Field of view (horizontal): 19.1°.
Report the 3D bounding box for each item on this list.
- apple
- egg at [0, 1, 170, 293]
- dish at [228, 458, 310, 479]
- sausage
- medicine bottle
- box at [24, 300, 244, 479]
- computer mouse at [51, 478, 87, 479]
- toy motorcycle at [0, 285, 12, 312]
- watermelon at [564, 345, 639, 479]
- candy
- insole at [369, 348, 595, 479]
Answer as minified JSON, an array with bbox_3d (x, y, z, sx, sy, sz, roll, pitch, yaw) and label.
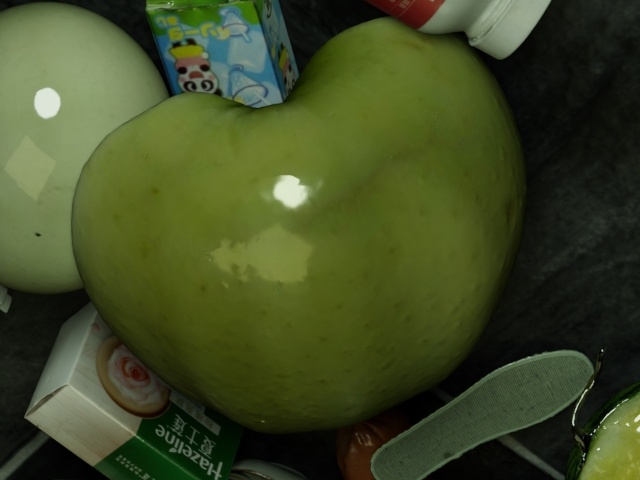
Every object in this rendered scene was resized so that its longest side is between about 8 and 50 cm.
[{"bbox_3d":[0.000,0.000,1.561,0.320,0.312,0.360,12,144,23],"label":"apple"},{"bbox_3d":[-0.228,-0.077,1.582,0.219,0.219,0.269,16,129,0],"label":"egg"},{"bbox_3d":[-0.052,0.280,1.944,0.190,0.066,0.191,9,131,11],"label":"dish"},{"bbox_3d":[0.078,0.279,1.892,0.094,0.097,0.348,-8,127,6],"label":"sausage"},{"bbox_3d":[0.056,-0.242,1.424,0.250,0.131,0.131,29,131,-10],"label":"medicine bottle"},{"bbox_3d":[-0.172,0.162,1.829,0.199,0.135,0.081,36,128,-18],"label":"box"},{"bbox_3d":[-0.250,0.364,2.021,0.228,0.145,0.429,18,143,7],"label":"computer mouse"},{"bbox_3d":[-0.406,0.022,1.800,0.221,0.102,0.150,11,153,9],"label":"toy motorcycle"},{"bbox_3d":[0.317,0.213,1.743,0.232,0.127,0.204,18,99,-9],"label":"watermelon"},{"bbox_3d":[-0.072,-0.135,1.596,0.097,0.062,0.194,-4,129,16],"label":"candy"},{"bbox_3d":[0.149,0.165,1.771,0.232,0.003,0.080,-29,121,4],"label":"insole"}]
